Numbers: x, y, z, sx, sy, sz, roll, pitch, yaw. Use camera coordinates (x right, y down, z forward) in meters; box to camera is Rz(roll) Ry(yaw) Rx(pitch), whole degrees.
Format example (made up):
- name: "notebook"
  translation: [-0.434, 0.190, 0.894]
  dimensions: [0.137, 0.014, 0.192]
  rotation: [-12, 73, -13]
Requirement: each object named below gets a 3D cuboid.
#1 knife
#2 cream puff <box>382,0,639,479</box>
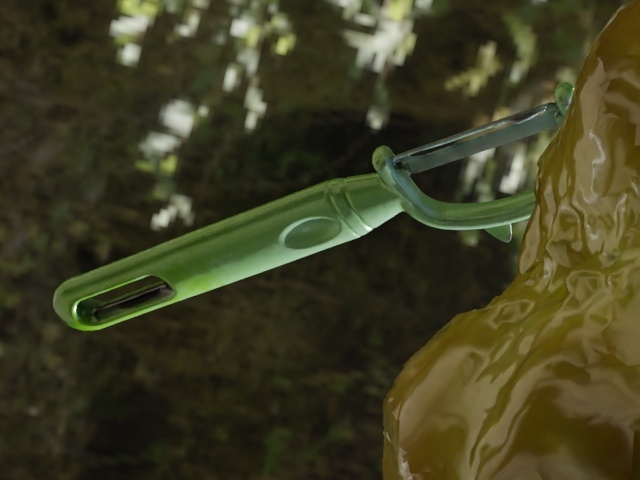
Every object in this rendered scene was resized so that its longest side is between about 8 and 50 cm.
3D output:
- name: "knife"
  translation: [0.000, -0.001, 0.683]
  dimensions: [0.054, 0.212, 0.015]
  rotation: [51, 31, -38]
- name: "cream puff"
  translation: [0.137, 0.056, 0.500]
  dimensions: [0.185, 0.282, 0.282]
  rotation: [-156, -101, -69]
